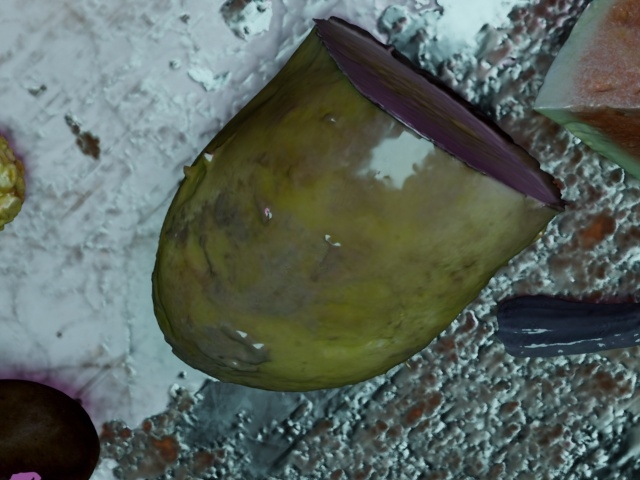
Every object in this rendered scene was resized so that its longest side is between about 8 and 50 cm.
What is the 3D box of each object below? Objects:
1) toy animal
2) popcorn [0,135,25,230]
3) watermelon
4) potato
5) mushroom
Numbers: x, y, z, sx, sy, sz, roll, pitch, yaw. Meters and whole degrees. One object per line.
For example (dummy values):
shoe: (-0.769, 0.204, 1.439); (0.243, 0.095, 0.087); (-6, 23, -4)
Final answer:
toy animal: (0.332, 0.053, 1.130); (0.367, 0.081, 0.206); (-23, 130, 34)
popcorn: (-0.254, -0.043, 1.156); (0.082, 0.057, 0.083); (39, 103, -16)
watermelon: (0.293, -0.121, 1.049); (0.260, 0.176, 0.256); (13, 114, 18)
potato: (0.000, 0.000, 1.087); (0.229, 0.229, 0.266); (33, 111, -8)
mushroom: (-0.265, 0.215, 1.222); (0.227, 0.148, 0.217); (-1, 127, 13)
